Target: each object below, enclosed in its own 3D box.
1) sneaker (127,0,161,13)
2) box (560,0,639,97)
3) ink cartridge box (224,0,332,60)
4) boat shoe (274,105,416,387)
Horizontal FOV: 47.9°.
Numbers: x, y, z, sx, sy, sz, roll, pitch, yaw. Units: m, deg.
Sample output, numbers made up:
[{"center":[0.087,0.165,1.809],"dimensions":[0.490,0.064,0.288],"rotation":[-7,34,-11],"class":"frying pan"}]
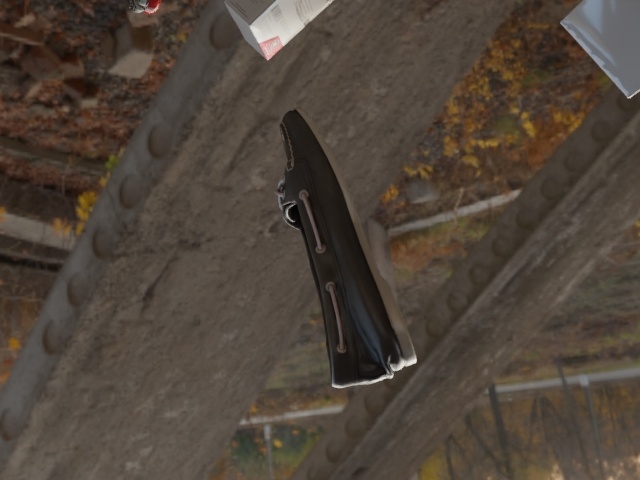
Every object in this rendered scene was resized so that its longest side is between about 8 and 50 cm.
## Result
[{"center":[-0.227,-0.437,1.128],"dimensions":[0.118,0.279,0.107],"rotation":[18,133,-16],"class":"sneaker"},{"center":[0.399,-0.275,0.897],"dimensions":[0.170,0.130,0.091],"rotation":[-37,175,-44],"class":"box"},{"center":[-0.058,-0.366,1.094],"dimensions":[0.150,0.063,0.109],"rotation":[-44,161,-2],"class":"ink cartridge box"},{"center":[0.000,0.000,0.800],"dimensions":[0.095,0.335,0.112],"rotation":[-21,160,-4],"class":"boat shoe"}]
